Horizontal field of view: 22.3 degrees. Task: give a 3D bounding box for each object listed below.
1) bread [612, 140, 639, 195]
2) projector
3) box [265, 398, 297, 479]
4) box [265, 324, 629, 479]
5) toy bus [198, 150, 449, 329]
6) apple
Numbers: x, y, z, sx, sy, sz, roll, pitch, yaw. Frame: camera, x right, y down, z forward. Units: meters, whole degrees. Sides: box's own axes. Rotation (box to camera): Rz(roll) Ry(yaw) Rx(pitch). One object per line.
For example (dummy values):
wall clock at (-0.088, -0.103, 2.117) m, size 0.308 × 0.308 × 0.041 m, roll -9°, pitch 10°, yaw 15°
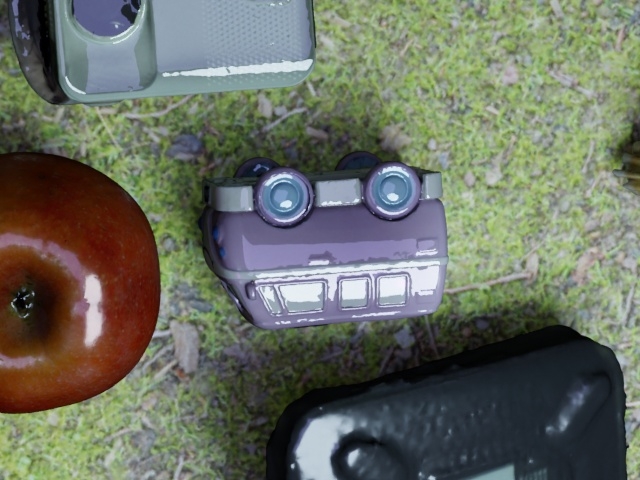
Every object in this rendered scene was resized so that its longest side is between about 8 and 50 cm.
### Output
bread at (0.393, -0.115, 1.484) m, size 0.136 × 0.107 × 0.241 m, roll 36°, pitch 90°, yaw -11°
projector at (-0.134, -0.194, 1.332) m, size 0.242 × 0.177 × 0.163 m, roll -4°, pitch 97°, yaw -10°
box at (0.009, 0.277, 1.486) m, size 0.149 × 0.067 × 0.233 m, roll 19°, pitch 95°, yaw -15°
box at (0.120, 0.270, 1.433) m, size 0.350 × 0.091 × 0.359 m, roll -13°, pitch 109°, yaw -28°
toy bus at (0.000, 0.000, 1.405) m, size 0.202 × 0.142 × 0.142 m, roll -4°, pitch 98°, yaw -11°
apple at (-0.237, 0.034, 1.336) m, size 0.218 × 0.201 × 0.218 m, roll -1°, pitch 104°, yaw -5°
